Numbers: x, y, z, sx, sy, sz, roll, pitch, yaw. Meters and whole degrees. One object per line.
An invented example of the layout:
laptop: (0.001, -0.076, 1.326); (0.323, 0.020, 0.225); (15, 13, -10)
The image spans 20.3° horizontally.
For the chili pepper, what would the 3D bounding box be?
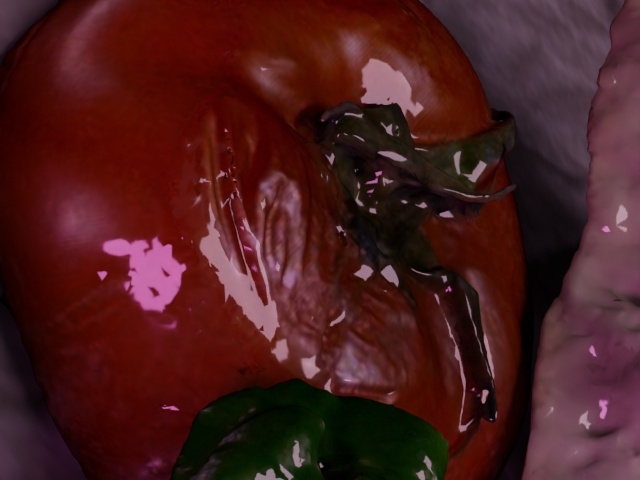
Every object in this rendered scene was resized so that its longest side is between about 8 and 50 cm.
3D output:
chili pepper: (-0.066, 0.124, 0.426); (0.074, 0.100, 0.257); (46, 63, -14)

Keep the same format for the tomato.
tomato: (0.003, 0.002, 0.567); (0.228, 0.101, 0.228); (18, 66, -47)

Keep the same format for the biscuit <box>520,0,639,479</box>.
biscuit: (0.166, 0.161, 0.674); (0.446, 0.104, 0.429); (60, 39, -46)
